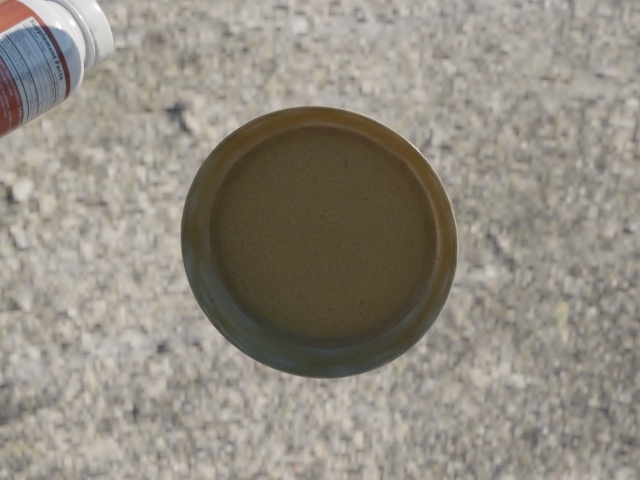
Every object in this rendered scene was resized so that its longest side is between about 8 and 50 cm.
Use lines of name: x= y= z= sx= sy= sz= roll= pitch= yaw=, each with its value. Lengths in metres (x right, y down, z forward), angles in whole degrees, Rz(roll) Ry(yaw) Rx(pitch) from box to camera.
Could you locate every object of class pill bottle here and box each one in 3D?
pill bottle: x=-0.321 y=-0.175 z=1.724 sx=0.121 sy=0.121 sz=0.216 roll=34 pitch=54 yaw=30

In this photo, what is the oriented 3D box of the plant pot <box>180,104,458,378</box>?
plant pot: x=0.000 y=0.000 z=1.435 sx=0.236 sy=0.236 sz=0.032 roll=9 pitch=16 yaw=8
